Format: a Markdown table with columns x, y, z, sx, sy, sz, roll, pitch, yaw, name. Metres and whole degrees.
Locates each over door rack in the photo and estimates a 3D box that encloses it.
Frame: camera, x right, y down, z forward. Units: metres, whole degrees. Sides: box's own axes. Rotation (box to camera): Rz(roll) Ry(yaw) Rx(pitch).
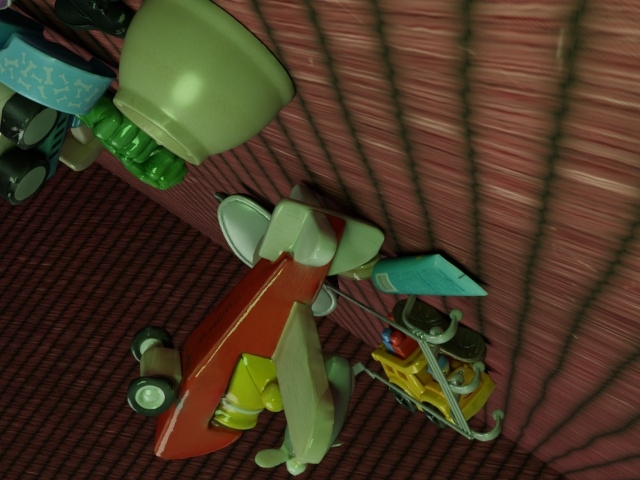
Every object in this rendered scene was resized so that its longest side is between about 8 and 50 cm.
| x | y | z | sx | sy | sz | roll | pitch | yaw | name |
| --- | --- | --- | --- | --- | --- | --- | --- | --- | --- |
| 0.125 | 0.165 | 1.192 | 0.324 | 0.108 | 0.239 | 11 | 138 | 47 | over door rack |

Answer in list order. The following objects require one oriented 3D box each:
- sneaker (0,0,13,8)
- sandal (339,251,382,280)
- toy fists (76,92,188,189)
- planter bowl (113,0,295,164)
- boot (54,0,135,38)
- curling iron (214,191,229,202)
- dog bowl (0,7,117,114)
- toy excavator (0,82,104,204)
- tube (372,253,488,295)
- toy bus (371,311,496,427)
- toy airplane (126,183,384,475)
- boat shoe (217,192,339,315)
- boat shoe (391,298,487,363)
| x | y | z | sx | sy | sz | roll | pitch | yaw | name |
| --- | --- | --- | --- | --- | --- | --- | --- | --- | --- |
| -0.470 | -0.314 | 0.936 | 0.102 | 0.161 | 0.282 | 35 | 173 | -9 | sneaker |
| 0.005 | -0.003 | 1.185 | 0.240 | 0.088 | 0.079 | 13 | 126 | 52 | sandal |
| -0.354 | -0.182 | 1.449 | 0.142 | 0.096 | 0.279 | 30 | 169 | 25 | toy fists |
| -0.119 | -0.139 | 0.693 | 0.162 | 0.109 | 0.162 | 34 | 171 | 6 | planter bowl |
| -0.254 | -0.258 | 0.782 | 0.121 | 0.045 | 0.099 | 23 | 169 | 27 | boot |
| -0.137 | -0.042 | 1.583 | 0.274 | 0.035 | 0.068 | 29 | 170 | 36 | curling iron |
| -0.443 | -0.278 | 1.123 | 0.297 | 0.074 | 0.166 | 32 | -166 | 18 | dog bowl |
| -0.560 | -0.251 | 1.554 | 0.222 | 0.445 | 0.433 | 36 | 131 | 5 | toy excavator |
| 0.130 | 0.045 | 0.975 | 0.080 | 0.052 | 0.207 | 32 | 168 | -16 | tube |
| 0.210 | 0.240 | 1.512 | 0.220 | 0.149 | 0.211 | 19 | 146 | 56 | toy bus |
| -0.045 | 0.123 | 1.018 | 0.272 | 0.386 | 0.384 | 39 | 146 | -23 | toy airplane |
| -0.076 | 0.017 | 1.442 | 0.302 | 0.114 | 0.091 | 52 | -155 | -21 | boat shoe |
| 0.198 | 0.158 | 1.273 | 0.178 | 0.064 | 0.060 | 27 | 167 | 31 | boat shoe |
